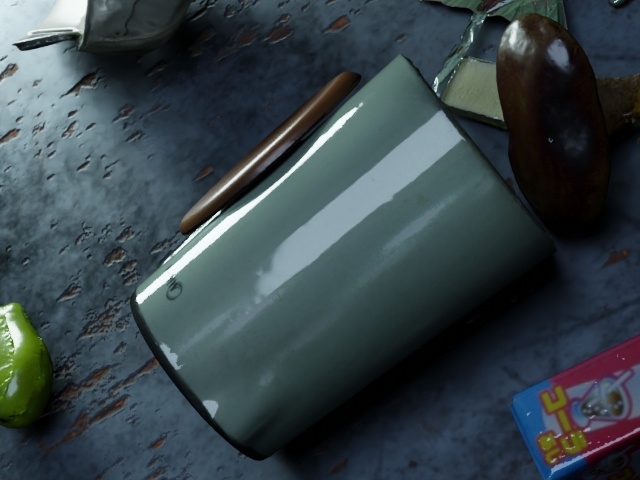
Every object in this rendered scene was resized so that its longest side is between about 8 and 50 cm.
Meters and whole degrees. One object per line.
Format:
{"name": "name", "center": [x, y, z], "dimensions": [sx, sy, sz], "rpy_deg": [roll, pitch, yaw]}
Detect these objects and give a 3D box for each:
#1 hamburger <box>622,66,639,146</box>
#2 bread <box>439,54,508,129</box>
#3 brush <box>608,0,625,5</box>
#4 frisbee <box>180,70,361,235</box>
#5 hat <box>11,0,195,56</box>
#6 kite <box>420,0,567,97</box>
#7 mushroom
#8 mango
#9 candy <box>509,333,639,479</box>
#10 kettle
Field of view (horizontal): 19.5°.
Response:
{"name": "hamburger", "center": [0.481, -0.148, 1.785], "dimensions": [0.330, 0.162, 0.209], "rpy_deg": [9, 66, 31]}
{"name": "bread", "center": [0.202, -0.152, 2.000], "dimensions": [0.154, 0.028, 0.068], "rpy_deg": [18, 73, 33]}
{"name": "brush", "center": [0.408, -0.348, 2.004], "dimensions": [0.266, 0.027, 0.062], "rpy_deg": [-43, 54, 0]}
{"name": "frisbee", "center": [-0.054, -0.093, 1.943], "dimensions": [0.251, 0.251, 0.021], "rpy_deg": [-43, 96, -1]}
{"name": "hat", "center": [-0.255, -0.304, 2.234], "dimensions": [0.275, 0.161, 0.232], "rpy_deg": [-2, 63, 51]}
{"name": "kite", "center": [0.179, -0.250, 2.056], "dimensions": [0.229, 0.012, 0.250], "rpy_deg": [18, 64, 41]}
{"name": "mushroom", "center": [0.299, -0.131, 1.895], "dimensions": [0.217, 0.227, 0.148], "rpy_deg": [-14, 17, -21]}
{"name": "mango", "center": [-0.340, 0.139, 2.081], "dimensions": [0.091, 0.074, 0.165], "rpy_deg": [-29, 43, 17]}
{"name": "candy", "center": [0.343, 0.141, 1.701], "dimensions": [0.306, 0.157, 0.100], "rpy_deg": [-28, 57, 9]}
{"name": "kettle", "center": [0.000, 0.000, 1.912], "dimensions": [0.377, 0.250, 0.361], "rpy_deg": [-39, 34, 5]}
